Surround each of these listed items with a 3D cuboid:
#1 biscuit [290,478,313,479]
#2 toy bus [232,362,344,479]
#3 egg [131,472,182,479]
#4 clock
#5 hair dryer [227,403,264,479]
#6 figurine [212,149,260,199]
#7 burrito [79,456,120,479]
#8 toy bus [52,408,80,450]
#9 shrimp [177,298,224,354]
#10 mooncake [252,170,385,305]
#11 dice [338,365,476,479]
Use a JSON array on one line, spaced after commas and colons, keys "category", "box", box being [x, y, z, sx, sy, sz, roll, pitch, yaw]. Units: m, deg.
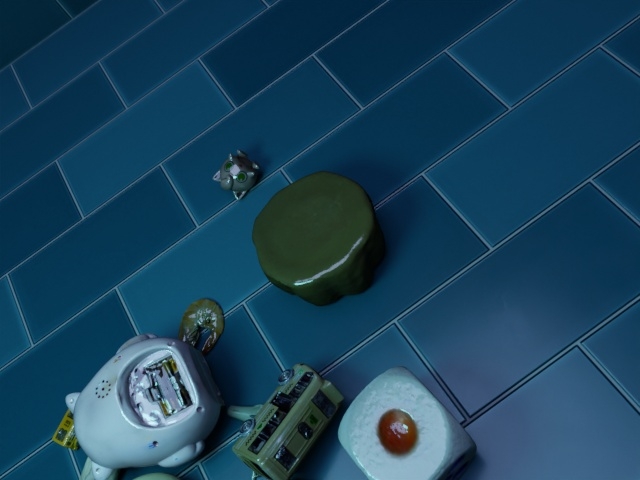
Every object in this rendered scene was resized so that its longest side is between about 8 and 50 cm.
[{"category": "biscuit", "box": [-0.010, 0.638, 1.510, 0.394, 0.350, 0.070, 3, 95, 17]}, {"category": "toy bus", "box": [-0.074, 0.459, 1.677, 0.157, 0.139, 0.289, 3, 46, 53]}, {"category": "egg", "box": [-0.446, 0.702, 1.707, 0.254, 0.188, 0.188, -20, 59, 18]}, {"category": "clock", "box": [-0.473, 0.441, 1.765, 0.377, 0.250, 0.368, -26, 72, -7]}, {"category": "hair dryer", "box": [-0.199, 0.533, 1.799, 0.167, 0.067, 0.199, 18, 86, 36]}, {"category": "figurine", "box": [-0.268, -0.215, 2.145, 0.138, 0.125, 0.125, -49, 59, 7]}, {"category": "burrito", "box": [-0.607, 0.619, 1.874, 0.117, 0.076, 0.392, 4, 64, 27]}, {"category": "toy bus", "box": [-0.717, 0.528, 1.956, 0.070, 0.074, 0.162, 17, 72, 27]}, {"category": "shrimp", "box": [-0.362, 0.284, 1.979, 0.133, 0.053, 0.236, 12, 64, 3]}, {"category": "mooncake", "box": [0.000, 0.000, 1.907, 0.379, 0.200, 0.378, -10, 57, 16]}, {"category": "dice", "box": [0.204, 0.475, 1.558, 0.243, 0.251, 0.259, -44, 59, -7]}]
